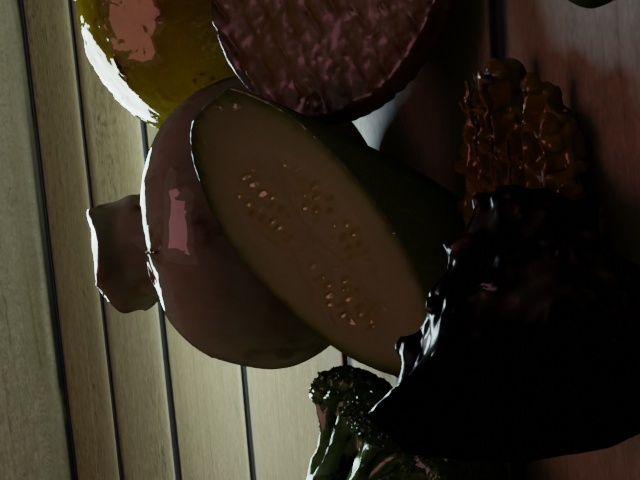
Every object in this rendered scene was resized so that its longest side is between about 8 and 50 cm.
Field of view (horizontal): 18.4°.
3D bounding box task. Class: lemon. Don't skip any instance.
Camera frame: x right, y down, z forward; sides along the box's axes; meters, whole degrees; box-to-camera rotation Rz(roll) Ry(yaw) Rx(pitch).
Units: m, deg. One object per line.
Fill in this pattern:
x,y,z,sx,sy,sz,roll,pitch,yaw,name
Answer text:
-0.137,-0.248,2.119,0.260,0.261,0.284,-156,59,-69,lemon

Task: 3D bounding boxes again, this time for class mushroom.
-0.089,-0.021,1.965,0.290,0.297,0.297,-3,98,33,mushroom

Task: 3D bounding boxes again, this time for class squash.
0.000,0.000,1.734,0.189,0.261,0.189,-44,34,39,squash

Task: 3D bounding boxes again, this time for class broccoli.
0.043,0.245,1.778,0.254,0.269,0.269,74,173,-50,broccoli

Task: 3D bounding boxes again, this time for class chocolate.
0.154,0.049,1.468,0.206,0.224,0.177,47,-144,-58,chocolate

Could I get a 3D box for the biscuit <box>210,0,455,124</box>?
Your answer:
0.012,-0.259,1.765,0.318,0.040,0.317,-5,83,46,biscuit

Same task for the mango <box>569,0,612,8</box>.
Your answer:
0.170,-0.283,1.343,0.156,0.114,0.251,4,102,65,mango

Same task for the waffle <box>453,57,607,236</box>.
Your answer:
0.167,-0.029,1.597,0.228,0.051,0.231,115,141,-61,waffle
